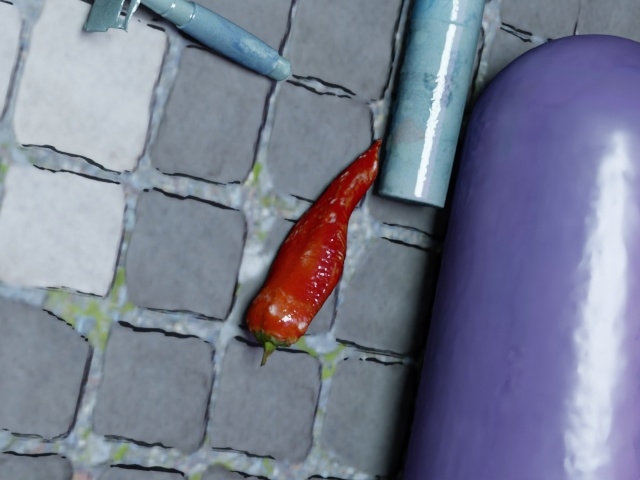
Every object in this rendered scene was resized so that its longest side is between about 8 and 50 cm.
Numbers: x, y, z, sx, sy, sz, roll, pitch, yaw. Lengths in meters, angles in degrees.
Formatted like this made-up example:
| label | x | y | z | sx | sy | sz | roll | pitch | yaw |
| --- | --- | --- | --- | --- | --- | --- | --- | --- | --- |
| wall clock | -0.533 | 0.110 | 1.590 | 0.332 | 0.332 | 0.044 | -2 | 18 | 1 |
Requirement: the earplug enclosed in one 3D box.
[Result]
| label | x | y | z | sx | sy | sz | roll | pitch | yaw |
| --- | --- | --- | --- | --- | --- | --- | --- | --- | --- |
| earplug | 0.162 | 0.090 | 0.814 | 0.215 | 0.215 | 0.456 | 8 | 88 | -37 |

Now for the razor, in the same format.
| label | x | y | z | sx | sy | sz | roll | pitch | yaw |
| --- | --- | --- | --- | --- | --- | --- | --- | --- | --- |
| razor | -0.067 | -0.126 | 0.718 | 0.135 | 0.040 | 0.068 | 24 | 82 | -41 |

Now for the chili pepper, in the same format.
| label | x | y | z | sx | sy | sz | roll | pitch | yaw |
| --- | --- | --- | --- | --- | --- | --- | --- | --- | --- |
| chili pepper | 0.000 | 0.000 | 0.778 | 0.178 | 0.045 | 0.027 | -58 | 133 | -23 |

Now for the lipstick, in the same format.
| label | x | y | z | sx | sy | sz | roll | pitch | yaw |
| --- | --- | --- | --- | --- | --- | --- | --- | --- | --- |
| lipstick | 0.074 | -0.102 | 0.815 | 0.048 | 0.048 | 0.158 | 12 | 89 | -37 |
